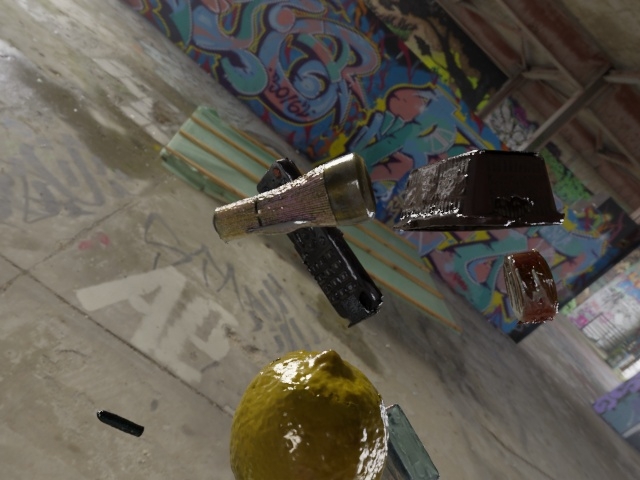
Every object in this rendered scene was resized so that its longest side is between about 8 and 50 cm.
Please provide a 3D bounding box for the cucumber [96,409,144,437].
[{"bbox_3d":[-0.515,0.467,1.209,0.133,0.032,0.032,40,17,-31],"label":"cucumber"}]

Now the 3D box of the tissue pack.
[{"bbox_3d":[0.226,0.651,1.427,0.228,0.103,0.316,60,-21,29],"label":"tissue pack"}]

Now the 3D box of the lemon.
[{"bbox_3d":[-0.014,0.243,0.579,0.192,0.231,0.192,8,7,-1],"label":"lemon"}]

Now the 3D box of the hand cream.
[{"bbox_3d":[-0.037,-0.043,0.573,0.084,0.203,0.084,-13,90,-79],"label":"hand cream"}]

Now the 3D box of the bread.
[{"bbox_3d":[0.446,0.101,1.017,0.160,0.073,0.161,-10,90,-84],"label":"bread"}]

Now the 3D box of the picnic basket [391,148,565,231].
[{"bbox_3d":[0.270,-0.083,0.869,0.222,0.129,0.297,-2,-1,-19],"label":"picnic basket"}]

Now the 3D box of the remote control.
[{"bbox_3d":[0.000,0.000,1.054,0.062,0.144,0.399,-26,80,-42],"label":"remote control"}]
